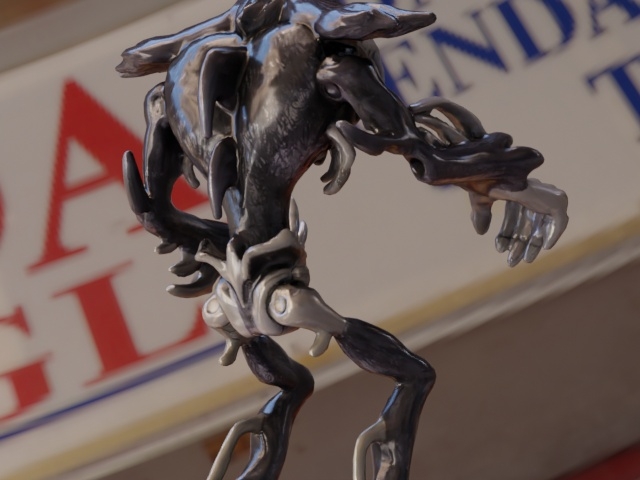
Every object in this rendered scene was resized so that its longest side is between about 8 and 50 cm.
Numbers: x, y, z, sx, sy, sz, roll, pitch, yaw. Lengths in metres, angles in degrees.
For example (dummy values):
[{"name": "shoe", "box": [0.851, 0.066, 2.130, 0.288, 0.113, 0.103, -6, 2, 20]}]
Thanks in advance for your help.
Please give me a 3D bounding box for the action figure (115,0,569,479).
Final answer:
[{"name": "action figure", "box": [0.000, 0.000, 0.752, 0.164, 0.275, 0.141, -3, -4, 35]}]
